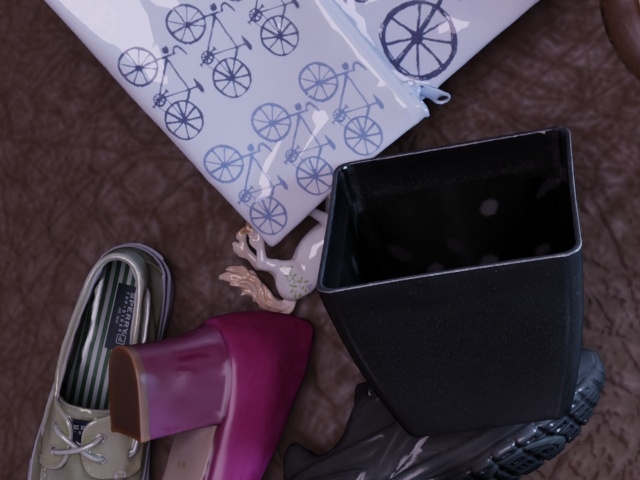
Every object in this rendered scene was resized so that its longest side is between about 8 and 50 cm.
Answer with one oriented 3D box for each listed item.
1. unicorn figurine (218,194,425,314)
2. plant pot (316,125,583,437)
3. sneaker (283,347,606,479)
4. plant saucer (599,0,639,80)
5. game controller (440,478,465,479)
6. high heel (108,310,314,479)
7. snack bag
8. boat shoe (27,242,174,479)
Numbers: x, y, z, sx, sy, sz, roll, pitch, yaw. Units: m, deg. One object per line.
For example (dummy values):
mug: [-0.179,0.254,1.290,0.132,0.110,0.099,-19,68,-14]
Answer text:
unicorn figurine: [0.000,0.000,1.364,0.111,0.060,0.162,45,110,1]
plant pot: [0.112,0.042,1.234,0.188,0.187,0.167,-8,120,10]
sneaker: [0.094,0.153,1.313,0.286,0.109,0.130,-29,65,2]
plant saucer: [0.327,-0.207,1.319,0.198,0.036,0.199,-1,86,11]
game controller: [0.037,0.315,1.262,0.319,0.067,0.166,-42,116,11]
high heel: [-0.074,0.249,1.349,0.181,0.127,0.377,-8,108,-31]
snack bag: [-0.018,-0.216,1.270,0.342,0.037,0.323,-39,100,11]
boat shoe: [-0.195,0.148,1.369,0.109,0.094,0.302,8,88,11]
